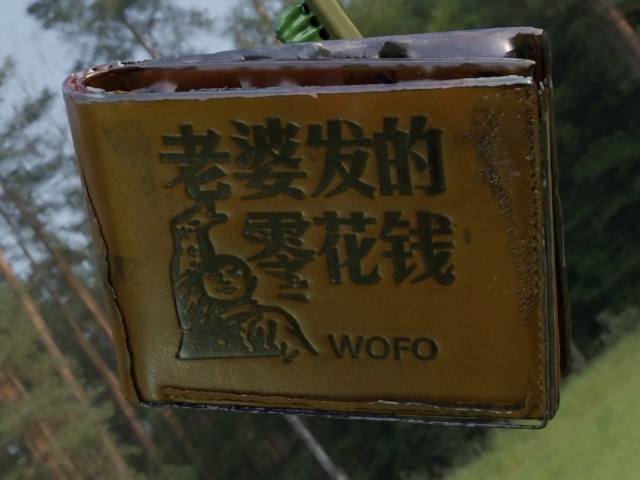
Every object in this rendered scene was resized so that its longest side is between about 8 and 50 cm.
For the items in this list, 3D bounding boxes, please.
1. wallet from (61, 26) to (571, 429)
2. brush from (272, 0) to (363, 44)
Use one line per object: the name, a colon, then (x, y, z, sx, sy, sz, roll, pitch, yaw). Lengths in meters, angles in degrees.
wallet: (-0.001, 0.001, 0.543, 0.196, 0.161, 0.042, -1, 26, 12)
brush: (-0.026, -0.165, 0.854, 0.048, 0.282, 0.054, -36, 3, 3)
